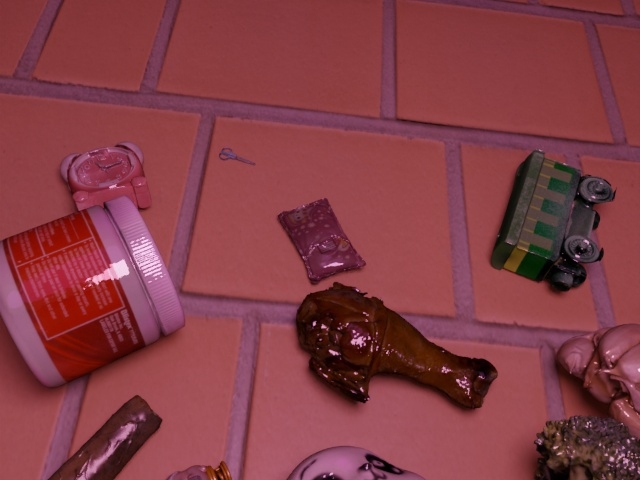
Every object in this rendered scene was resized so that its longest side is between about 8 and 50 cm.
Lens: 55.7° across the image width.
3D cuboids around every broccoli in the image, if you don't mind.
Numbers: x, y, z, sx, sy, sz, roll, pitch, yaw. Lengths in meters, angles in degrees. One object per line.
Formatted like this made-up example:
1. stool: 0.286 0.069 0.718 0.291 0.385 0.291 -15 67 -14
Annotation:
1. broccoli: 0.411 0.408 0.896 0.235 0.260 0.288 10 55 -41

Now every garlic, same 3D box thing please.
1. garlic: 0.521 0.222 0.986 0.203 0.184 0.281 24 23 -25

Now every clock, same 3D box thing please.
1. clock: -0.429 -0.122 1.220 0.166 0.092 0.162 -17 53 -16

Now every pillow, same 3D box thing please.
1. pillow: 0.000 0.000 1.216 0.118 0.043 0.185 -21 60 -11

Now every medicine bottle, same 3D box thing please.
1. medicine bottle: -0.383 0.081 0.998 0.241 0.252 0.252 -24 64 -19

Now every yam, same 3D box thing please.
1. yam: -0.390 0.393 0.913 0.083 0.083 0.371 32 60 13

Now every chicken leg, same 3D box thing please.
1. chicken leg: 0.114 0.201 1.048 0.361 0.140 0.211 28 52 15

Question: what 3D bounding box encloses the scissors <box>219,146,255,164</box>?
1. scissors: -0.180 -0.181 1.325 0.083 0.006 0.036 20 57 6

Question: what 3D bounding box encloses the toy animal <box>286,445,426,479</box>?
1. toy animal: 0.062 0.445 0.849 0.251 0.250 0.310 -23 51 -19

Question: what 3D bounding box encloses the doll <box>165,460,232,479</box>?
1. doll: -0.200 0.384 0.933 0.127 0.084 0.073 -17 61 -24

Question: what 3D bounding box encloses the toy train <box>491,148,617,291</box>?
1. toy train: 0.479 -0.037 1.249 0.203 0.120 0.300 21 59 11
